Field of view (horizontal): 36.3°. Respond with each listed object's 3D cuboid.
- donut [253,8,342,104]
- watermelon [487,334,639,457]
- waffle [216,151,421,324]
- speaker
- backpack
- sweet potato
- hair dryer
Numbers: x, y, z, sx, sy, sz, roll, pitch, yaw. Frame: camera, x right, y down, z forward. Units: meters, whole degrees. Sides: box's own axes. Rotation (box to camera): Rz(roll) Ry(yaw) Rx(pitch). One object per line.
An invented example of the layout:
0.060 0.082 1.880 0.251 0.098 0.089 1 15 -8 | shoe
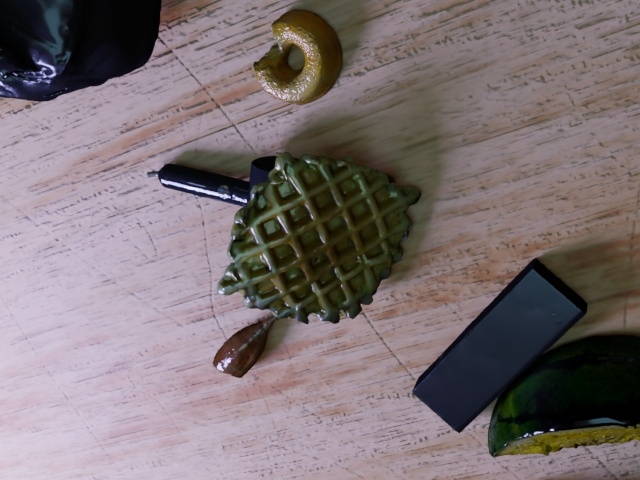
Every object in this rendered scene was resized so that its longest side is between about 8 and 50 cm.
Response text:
-0.027 -0.204 1.112 0.097 0.043 0.108 27 117 9 | donut
0.325 0.188 1.112 0.301 0.123 0.129 -11 136 20 | watermelon
0.000 0.000 1.115 0.214 0.054 0.208 16 104 -25 | waffle
0.207 0.126 1.141 0.082 0.044 0.218 40 115 2 | speaker
-0.402 -0.346 1.078 0.445 0.255 0.364 9 103 18 | backpack
-0.090 0.130 1.234 0.049 0.049 0.117 44 118 1 | sweet potato
-0.117 -0.051 1.181 0.219 0.071 0.124 16 112 19 | hair dryer
